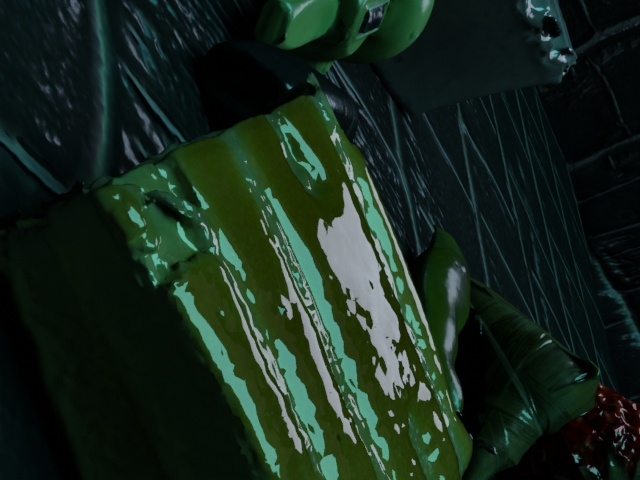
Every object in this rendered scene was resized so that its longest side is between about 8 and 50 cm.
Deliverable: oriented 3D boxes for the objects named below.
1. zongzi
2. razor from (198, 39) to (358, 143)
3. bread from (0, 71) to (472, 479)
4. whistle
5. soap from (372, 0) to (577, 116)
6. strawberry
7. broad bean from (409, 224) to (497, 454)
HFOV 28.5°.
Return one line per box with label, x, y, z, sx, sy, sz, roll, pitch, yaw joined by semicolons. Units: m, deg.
zongzi;0.147;0.146;1.289;0.205;0.204;0.094;41;-24;32
razor;-0.027;-0.105;0.897;0.090;0.054;0.148;36;9;15
bread;-0.030;0.058;0.617;0.246;0.111;0.239;69;24;-6
whistle;0.001;-0.212;1.065;0.294;0.141;0.141;-18;92;-57
soap;0.117;-0.412;1.442;0.350;0.213;0.435;39;38;-59
strawberry;0.300;0.234;1.484;0.244;0.205;0.205;-110;173;-54
broad bean;0.115;0.088;1.217;0.075;0.067;0.325;24;37;-14
